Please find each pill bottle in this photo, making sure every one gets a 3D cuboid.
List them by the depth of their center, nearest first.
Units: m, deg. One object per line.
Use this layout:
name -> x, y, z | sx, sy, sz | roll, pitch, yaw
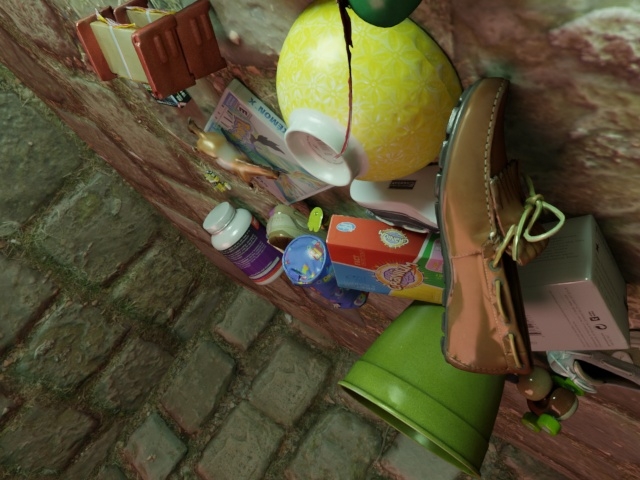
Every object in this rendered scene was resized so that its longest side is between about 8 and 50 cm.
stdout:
pill bottle -> -0.272, 0.009, 1.684 | 0.181, 0.182, 0.323 | 12, 151, 53

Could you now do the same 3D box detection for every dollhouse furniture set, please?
dollhouse furniture set -> -0.309, -0.432, 0.710 | 0.201, 0.152, 0.374 | 25, 143, 31

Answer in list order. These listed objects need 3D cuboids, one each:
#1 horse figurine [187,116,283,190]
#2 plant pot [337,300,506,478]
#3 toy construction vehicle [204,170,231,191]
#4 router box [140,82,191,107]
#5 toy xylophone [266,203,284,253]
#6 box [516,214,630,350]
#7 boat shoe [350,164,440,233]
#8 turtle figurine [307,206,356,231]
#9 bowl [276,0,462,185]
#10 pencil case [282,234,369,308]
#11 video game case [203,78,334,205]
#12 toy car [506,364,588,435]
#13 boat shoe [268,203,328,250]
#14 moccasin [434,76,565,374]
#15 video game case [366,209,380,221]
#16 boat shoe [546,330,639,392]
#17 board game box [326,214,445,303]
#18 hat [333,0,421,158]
horse figurine -> -0.226, -0.204, 1.109 | 0.263, 0.066, 0.174 | 37, 169, -12
plant pot -> 0.286, 0.297, 1.101 | 0.366, 0.353, 0.366 | 31, 162, 11
toy construction vehicle -> -0.352, -0.193, 1.545 | 0.098, 0.035, 0.086 | 18, 156, 45
router box -> -0.385, -0.376, 1.114 | 0.122, 0.038, 0.092 | 21, 157, 39
toy xylophone -> -0.055, 0.018, 1.465 | 0.322, 0.081, 0.236 | 41, 162, -18
box -> 0.350, 0.075, 0.706 | 0.181, 0.119, 0.181 | -15, 131, 42
boat shoe -> 0.183, -0.058, 0.776 | 0.301, 0.108, 0.102 | 12, 158, 47
turtle figurine -> 0.080, -0.012, 1.106 | 0.269, 0.087, 0.217 | 38, -173, 32
bowl -> 0.038, -0.173, 0.656 | 0.289, 0.156, 0.289 | 32, 162, 12
pencil case -> 0.023, 0.091, 1.171 | 0.119, 0.133, 0.306 | 23, 172, 34
video game case -> -0.131, -0.208, 1.086 | 0.300, 0.036, 0.329 | 40, 162, -15
toy car -> 0.548, 0.373, 1.176 | 0.188, 0.155, 0.149 | 43, 164, 8
boat shoe -> 0.000, 0.000, 1.276 | 0.121, 0.110, 0.341 | -14, 151, 36
moccasin -> 0.223, -0.004, 0.570 | 0.146, 0.381, 0.139 | 2, -168, 29
video game case -> 0.159, -0.063, 0.957 | 0.119, 0.015, 0.166 | 33, 163, 9
boat shoe -> 0.552, 0.247, 0.890 | 0.118, 0.103, 0.320 | 36, 163, -2
board game box -> 0.183, 0.051, 0.949 | 0.316, 0.064, 0.242 | 8, 155, 13
hat -> 0.044, -0.218, 0.410 | 0.172, 0.184, 0.208 | -1, 153, 40
